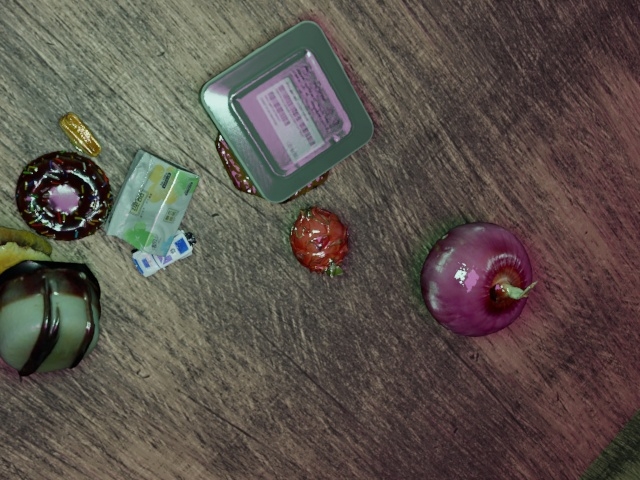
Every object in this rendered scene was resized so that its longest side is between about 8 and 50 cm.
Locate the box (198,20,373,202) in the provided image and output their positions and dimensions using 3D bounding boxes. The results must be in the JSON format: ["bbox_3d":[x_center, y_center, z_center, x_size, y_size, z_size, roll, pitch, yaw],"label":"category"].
[{"bbox_3d":[-0.080,-0.336,1.672,0.373,0.090,0.367,-36,113,-9],"label":"box"}]

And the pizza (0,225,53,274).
[{"bbox_3d":[-0.812,0.070,1.463,0.392,0.435,0.080,-26,70,-32],"label":"pizza"}]

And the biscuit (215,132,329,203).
[{"bbox_3d":[-0.114,-0.275,1.744,0.359,0.046,0.359,-4,103,-19],"label":"biscuit"}]

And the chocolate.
[{"bbox_3d":[-0.651,0.203,1.530,0.284,0.186,0.283,-19,138,-19],"label":"chocolate"}]

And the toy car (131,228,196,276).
[{"bbox_3d":[-0.413,0.030,1.691,0.171,0.070,0.080,-28,109,-12],"label":"toy car"}]

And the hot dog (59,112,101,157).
[{"bbox_3d":[-0.597,-0.259,1.578,0.056,0.041,0.133,-42,107,-15],"label":"hot dog"}]

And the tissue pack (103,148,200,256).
[{"bbox_3d":[-0.436,-0.098,1.584,0.229,0.159,0.145,-65,155,4],"label":"tissue pack"}]

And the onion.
[{"bbox_3d":[0.484,0.138,1.923,0.358,0.345,0.358,-9,131,-10],"label":"onion"}]

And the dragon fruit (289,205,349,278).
[{"bbox_3d":[0.000,0.000,1.785,0.172,0.172,0.209,-19,99,-15],"label":"dragon fruit"}]

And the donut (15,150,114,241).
[{"bbox_3d":[-0.631,-0.106,1.572,0.235,0.089,0.235,-4,101,-19],"label":"donut"}]
